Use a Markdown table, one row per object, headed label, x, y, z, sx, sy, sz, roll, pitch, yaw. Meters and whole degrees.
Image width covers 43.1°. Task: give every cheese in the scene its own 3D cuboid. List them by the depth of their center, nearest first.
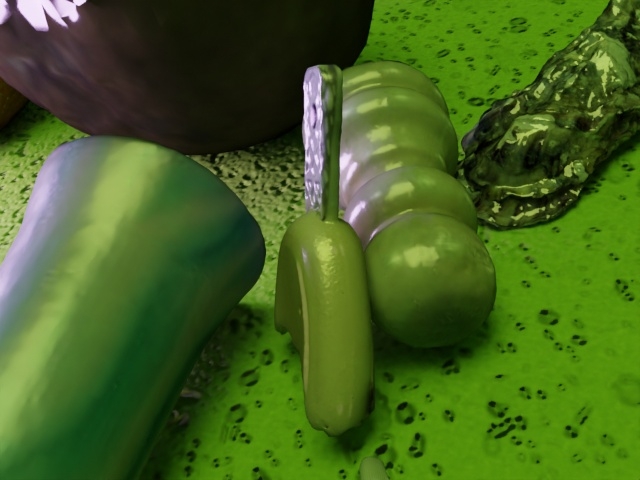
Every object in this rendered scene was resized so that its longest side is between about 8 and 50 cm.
| label | x | y | z | sx | sy | sz | roll | pitch | yaw |
| --- | --- | --- | --- | --- | --- | --- | --- | --- | --- |
| cheese | 0.001 | 0.000 | 0.551 | 0.050 | 0.235 | 0.127 | -2 | 10 | -15 |

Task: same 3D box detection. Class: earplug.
| label | x | y | z | sx | sy | sz | roll | pitch | yaw |
| --- | --- | --- | --- | --- | --- | --- | --- | --- | --- |
| earplug | -0.168 | 0.104 | 0.529 | 0.185 | 0.185 | 0.324 | 0 | 47 | 21 |

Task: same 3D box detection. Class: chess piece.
| label | x | y | z | sx | sy | sz | roll | pitch | yaw |
| --- | --- | --- | --- | --- | --- | --- | --- | --- | --- |
| chess piece | 0.066 | -0.024 | 0.625 | 0.133 | 0.133 | 0.243 | -16 | 42 | 2 |

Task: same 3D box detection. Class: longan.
| label | x | y | z | sx | sy | sz | roll | pitch | yaw |
| --- | --- | --- | --- | --- | --- | --- | --- | --- | --- |
| longan | -0.140 | -0.280 | 0.809 | 0.436 | 0.404 | 0.404 | 3 | 41 | 35 |

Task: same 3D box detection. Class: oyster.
| label | x | y | z | sx | sy | sz | roll | pitch | yaw |
| --- | --- | --- | --- | --- | --- | --- | --- | --- | --- |
| oyster | 0.221 | -0.110 | 0.721 | 0.252 | 0.087 | 0.199 | -27 | 36 | 8 |

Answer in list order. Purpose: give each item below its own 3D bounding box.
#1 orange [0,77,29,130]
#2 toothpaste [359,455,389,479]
| label | x | y | z | sx | sy | sz | roll | pitch | yaw |
| --- | --- | --- | --- | --- | --- | --- | --- | --- | --- |
| orange | -0.500 | -0.225 | 1.042 | 0.263 | 0.196 | 0.334 | 22 | 55 | 21 |
| toothpaste | 0.041 | 0.197 | 0.423 | 0.057 | 0.034 | 0.197 | -21 | 39 | 9 |
